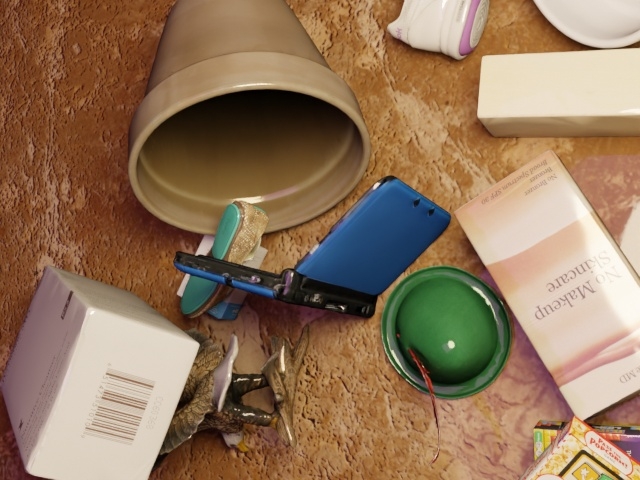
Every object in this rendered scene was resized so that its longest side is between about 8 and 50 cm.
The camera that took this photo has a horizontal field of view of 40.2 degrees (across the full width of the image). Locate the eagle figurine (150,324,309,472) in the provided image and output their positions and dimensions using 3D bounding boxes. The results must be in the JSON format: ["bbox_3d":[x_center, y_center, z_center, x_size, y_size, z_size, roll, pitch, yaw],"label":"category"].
[{"bbox_3d":[-0.172,0.234,1.229,0.298,0.226,0.225,-7,99,18],"label":"eagle figurine"}]

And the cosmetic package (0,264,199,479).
[{"bbox_3d":[-0.321,0.176,1.211,0.385,0.156,0.217,12,80,63],"label":"cosmetic package"}]

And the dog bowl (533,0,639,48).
[{"bbox_3d":[0.359,-0.374,1.052,0.104,0.265,0.265,-26,66,-24],"label":"dog bowl"}]

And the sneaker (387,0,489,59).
[{"bbox_3d":[0.177,-0.412,1.220,0.152,0.114,0.305,15,87,24],"label":"sneaker"}]

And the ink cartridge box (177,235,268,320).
[{"bbox_3d":[-0.147,0.047,1.321,0.088,0.052,0.122,27,94,24],"label":"ink cartridge box"}]

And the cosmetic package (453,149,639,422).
[{"bbox_3d":[0.309,0.057,1.074,0.153,0.129,0.296,-35,70,15],"label":"cosmetic package"}]

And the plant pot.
[{"bbox_3d":[-0.116,-0.206,1.234,0.323,0.323,0.280,-25,55,18],"label":"plant pot"}]

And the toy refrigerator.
[{"bbox_3d":[0.347,-0.189,1.116,0.269,0.102,0.094,2,82,25],"label":"toy refrigerator"}]

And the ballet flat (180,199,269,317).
[{"bbox_3d":[-0.131,0.034,1.242,0.206,0.067,0.073,-57,45,30],"label":"ballet flat"}]

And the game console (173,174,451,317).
[{"bbox_3d":[0.000,0.000,1.130,0.250,0.293,0.173,14,87,24],"label":"game console"}]

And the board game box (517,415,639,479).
[{"bbox_3d":[0.321,0.314,0.985,0.193,0.045,0.147,37,117,9],"label":"board game box"}]

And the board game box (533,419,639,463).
[{"bbox_3d":[0.332,0.308,1.049,0.141,0.048,0.170,-2,92,25],"label":"board game box"}]

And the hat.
[{"bbox_3d":[0.145,0.129,1.097,0.208,0.183,0.173,46,103,17],"label":"hat"}]
